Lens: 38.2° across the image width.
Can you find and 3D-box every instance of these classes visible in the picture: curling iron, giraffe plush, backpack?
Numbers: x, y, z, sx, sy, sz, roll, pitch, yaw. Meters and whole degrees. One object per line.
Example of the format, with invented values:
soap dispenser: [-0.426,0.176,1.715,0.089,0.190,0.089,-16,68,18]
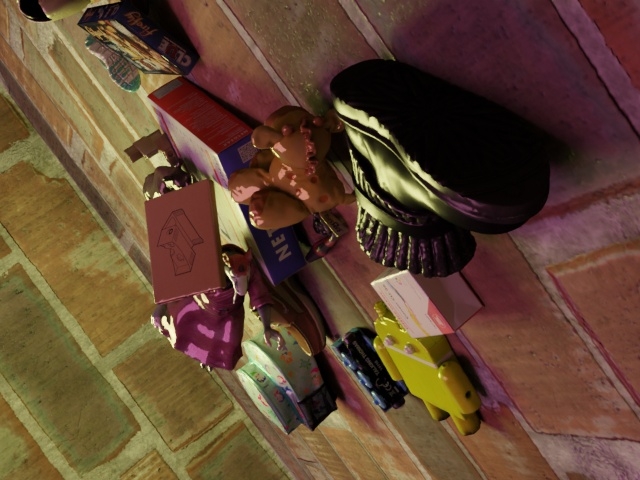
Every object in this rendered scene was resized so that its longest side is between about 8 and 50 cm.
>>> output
curling iron: [0.000,0.000,1.674,0.274,0.035,0.068,109,143,-74]
giraffe plush: [-0.039,-0.121,1.360,0.210,0.181,0.171,29,144,34]
backpack: [-0.090,0.329,2.264,0.225,0.191,0.254,34,149,46]

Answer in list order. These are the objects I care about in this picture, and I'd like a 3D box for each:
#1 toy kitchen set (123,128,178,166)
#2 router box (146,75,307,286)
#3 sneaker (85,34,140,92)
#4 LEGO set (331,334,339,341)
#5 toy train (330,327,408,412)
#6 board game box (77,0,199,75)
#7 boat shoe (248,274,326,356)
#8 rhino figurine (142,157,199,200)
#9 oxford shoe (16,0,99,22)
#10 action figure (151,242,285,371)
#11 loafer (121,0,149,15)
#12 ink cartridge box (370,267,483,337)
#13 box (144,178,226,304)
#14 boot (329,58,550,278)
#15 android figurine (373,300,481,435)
toy kitchen set: [-0.324,-0.159,1.809,0.068,0.083,0.075,38,157,50]
router box: [-0.179,-0.114,1.782,0.301,0.082,0.335,40,158,45]
sneaker: [-0.441,-0.383,2.015,0.166,0.065,0.076,52,178,14]
LEGO set: [0.055,0.239,1.997,0.083,0.023,0.054,68,158,-3]
toy train: [0.100,0.255,1.830,0.184,0.080,0.105,52,171,-5]
board game box: [-0.339,-0.369,1.704,0.165,0.042,0.243,35,172,-29]
boat shoe: [-0.104,0.123,2.002,0.324,0.120,0.122,60,160,-21]
rhino figurine: [-0.284,-0.102,1.800,0.106,0.073,0.243,45,159,-12]
oxford shoe: [-0.579,-0.531,1.916,0.397,0.146,0.140,24,149,57]
action figure: [-0.186,0.102,1.832,0.248,0.276,0.370,21,140,-10]
loafer: [-0.389,-0.478,1.664,0.220,0.078,0.080,50,161,10]
ink cartridge box: [0.150,0.084,1.402,0.115,0.067,0.198,53,162,-2]
box: [-0.251,0.005,1.694,0.164,0.021,0.201,-15,77,31]
boot: [0.143,-0.042,1.083,0.348,0.131,0.260,48,157,48]
android figurine: [0.179,0.215,1.598,0.248,0.056,0.273,19,143,60]
